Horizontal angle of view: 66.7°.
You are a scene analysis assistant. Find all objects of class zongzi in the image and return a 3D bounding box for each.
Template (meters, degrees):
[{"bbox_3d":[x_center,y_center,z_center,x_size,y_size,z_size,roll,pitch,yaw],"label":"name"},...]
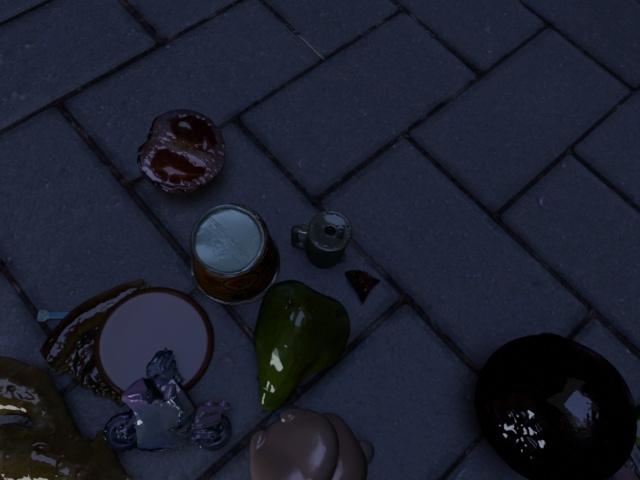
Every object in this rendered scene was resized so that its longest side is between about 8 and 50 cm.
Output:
[{"bbox_3d":[0.109,0.098,1.164,0.073,0.067,0.083,-28,91,-26],"label":"zongzi"}]

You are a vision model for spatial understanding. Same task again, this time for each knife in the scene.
[{"bbox_3d":[-0.585,0.169,1.093,0.096,0.010,0.027,-1,67,-7],"label":"knife"}]

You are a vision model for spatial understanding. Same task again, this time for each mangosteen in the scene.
[{"bbox_3d":[0.468,0.339,0.979,0.297,0.313,0.297,-14,63,30],"label":"mangosteen"}]

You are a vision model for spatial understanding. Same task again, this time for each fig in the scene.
[{"bbox_3d":[-0.065,0.229,1.025,0.206,0.206,0.275,27,82,6],"label":"fig"}]

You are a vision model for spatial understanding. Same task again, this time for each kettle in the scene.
[{"bbox_3d":[0.003,0.005,1.133,0.127,0.148,0.098,-12,71,-11],"label":"kettle"}]

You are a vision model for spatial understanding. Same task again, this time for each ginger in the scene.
[{"bbox_3d":[-0.541,0.402,0.958,0.348,0.122,0.363,-3,63,-8],"label":"ginger"}]

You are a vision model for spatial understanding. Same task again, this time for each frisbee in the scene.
[{"bbox_3d":[-0.358,0.224,1.056,0.251,0.021,0.250,5,73,-16],"label":"frisbee"}]

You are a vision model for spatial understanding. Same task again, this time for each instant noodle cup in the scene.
[{"bbox_3d":[-0.197,0.024,1.095,0.216,0.172,0.215,2,69,-4],"label":"instant noodle cup"}]

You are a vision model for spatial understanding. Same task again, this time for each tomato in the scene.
[{"bbox_3d":[-0.337,-0.202,1.210,0.199,0.112,0.228,22,67,-3],"label":"tomato"}]

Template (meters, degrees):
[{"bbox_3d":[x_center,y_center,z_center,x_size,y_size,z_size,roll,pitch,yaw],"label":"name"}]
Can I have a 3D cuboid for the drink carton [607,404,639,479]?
[{"bbox_3d":[0.737,0.429,1.041,0.271,0.108,0.161,-18,73,-12],"label":"drink carton"}]

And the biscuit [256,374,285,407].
[{"bbox_3d":[-0.097,0.320,1.068,0.082,0.016,0.092,-6,67,-8],"label":"biscuit"}]

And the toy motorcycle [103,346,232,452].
[{"bbox_3d":[-0.295,0.320,0.977,0.239,0.108,0.204,8,83,-30],"label":"toy motorcycle"}]

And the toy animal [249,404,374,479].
[{"bbox_3d":[-0.018,0.420,0.918,0.210,0.221,0.229,-42,80,-9],"label":"toy animal"}]

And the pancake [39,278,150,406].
[{"bbox_3d":[-0.456,0.230,1.053,0.266,0.057,0.244,-28,74,-16],"label":"pancake"}]
